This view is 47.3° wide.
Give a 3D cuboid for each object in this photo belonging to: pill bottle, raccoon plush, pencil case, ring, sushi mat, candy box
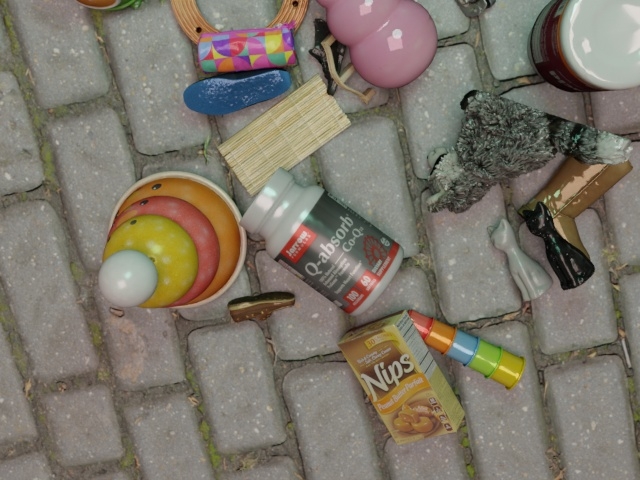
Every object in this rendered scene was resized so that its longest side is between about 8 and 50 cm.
[{"bbox_3d":[0.573,-0.426,1.546,0.224,0.392,0.224,1,101,3],"label":"pill bottle"},{"bbox_3d":[0.413,-0.151,1.621,0.216,0.446,0.299,12,104,-33],"label":"raccoon plush"},{"bbox_3d":[-0.168,-0.449,1.699,0.236,0.104,0.104,-8,100,4],"label":"pencil case"},{"bbox_3d":[0.000,0.000,1.748,0.363,0.210,0.210,36,100,-4],"label":"pill bottle"},{"bbox_3d":[-0.191,-0.598,1.737,0.337,0.032,0.336,0,100,3],"label":"ring"},{"bbox_3d":[-0.091,-0.256,1.802,0.317,0.019,0.151,-35,98,8],"label":"sushi mat"},{"bbox_3d":[0.202,0.347,1.831,0.183,0.087,0.316,-25,100,34],"label":"candy box"}]

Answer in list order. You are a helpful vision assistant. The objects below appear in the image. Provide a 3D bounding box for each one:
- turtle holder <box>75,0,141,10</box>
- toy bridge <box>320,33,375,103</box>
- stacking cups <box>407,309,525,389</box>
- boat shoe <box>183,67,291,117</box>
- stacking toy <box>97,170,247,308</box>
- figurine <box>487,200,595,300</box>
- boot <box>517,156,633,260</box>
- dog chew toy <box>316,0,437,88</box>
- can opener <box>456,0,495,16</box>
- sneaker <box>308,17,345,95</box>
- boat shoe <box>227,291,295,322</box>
[{"bbox_3d":[-0.480,-0.681,1.636,0.243,0.227,0.320,39,100,-4],"label":"turtle holder"},{"bbox_3d":[0.060,-0.393,1.719,0.063,0.026,0.188,-50,121,-17],"label":"toy bridge"},{"bbox_3d":[0.356,0.262,1.847,0.316,0.096,0.096,28,101,1],"label":"stacking cups"},{"bbox_3d":[-0.197,-0.356,1.758,0.258,0.089,0.109,-6,113,-1],"label":"boat shoe"},{"bbox_3d":[-0.365,0.036,1.636,0.351,0.480,0.350,0,100,2],"label":"stacking toy"},{"bbox_3d":[0.509,0.023,1.743,0.092,0.215,0.209,-34,92,-32],"label":"figurine"},{"bbox_3d":[0.647,-0.091,1.761,0.236,0.089,0.269,44,98,-6],"label":"boot"},{"bbox_3d":[0.108,-0.498,1.627,0.206,0.206,0.332,-43,112,9],"label":"dog chew toy"},{"bbox_3d":[0.302,-0.647,1.682,0.095,0.076,0.283,-42,104,-23],"label":"can opener"},{"bbox_3d":[0.010,-0.437,1.746,0.089,0.051,0.170,12,92,-4],"label":"sneaker"},{"bbox_3d":[-0.147,0.171,1.865,0.178,0.064,0.060,-10,105,11],"label":"boat shoe"}]
